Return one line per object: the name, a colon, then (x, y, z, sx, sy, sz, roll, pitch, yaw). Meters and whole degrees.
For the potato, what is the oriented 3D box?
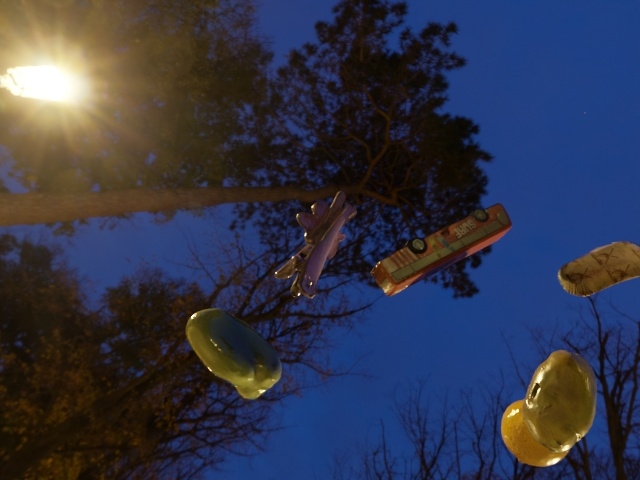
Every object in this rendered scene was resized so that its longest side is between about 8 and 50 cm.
potato: (0.603, 0.401, 1.066, 0.248, 0.144, 0.169, -69, -160, -5)

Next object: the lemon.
lemon: (0.633, 0.552, 1.230, 0.187, 0.187, 0.244, 23, -76, 25)

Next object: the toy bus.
toy bus: (0.319, 0.015, 1.081, 0.092, 0.409, 0.093, 58, -21, 22)

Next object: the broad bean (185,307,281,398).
broad bean: (-0.175, 0.227, 0.872, 0.100, 0.169, 0.228, -42, -63, 10)

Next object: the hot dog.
hot dog: (0.637, 0.063, 0.948, 0.191, 0.108, 0.059, -22, -53, 4)

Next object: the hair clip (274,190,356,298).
hair clip: (-0.011, 0.005, 0.906, 0.090, 0.278, 0.137, -17, -55, 43)
